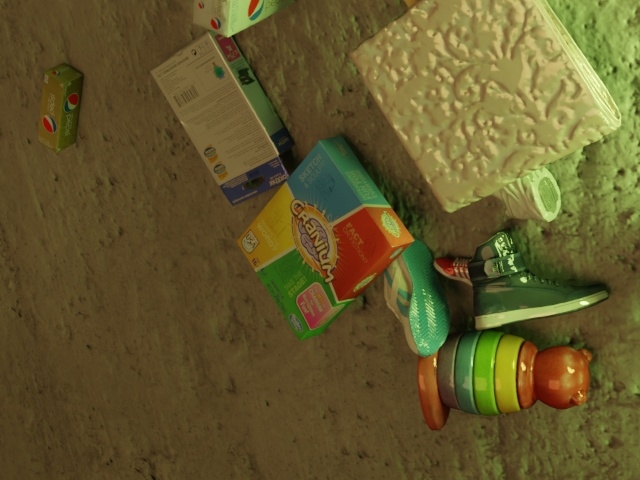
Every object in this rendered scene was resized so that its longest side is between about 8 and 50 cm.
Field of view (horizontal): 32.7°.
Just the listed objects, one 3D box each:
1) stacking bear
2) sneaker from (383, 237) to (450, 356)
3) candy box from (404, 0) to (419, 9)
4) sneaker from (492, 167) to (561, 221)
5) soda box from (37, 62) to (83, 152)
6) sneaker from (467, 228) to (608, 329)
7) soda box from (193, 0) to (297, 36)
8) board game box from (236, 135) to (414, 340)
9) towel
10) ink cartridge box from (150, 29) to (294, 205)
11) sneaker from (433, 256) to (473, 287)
[{"bbox_3d":[0.331,0.238,1.931,0.289,0.175,0.164,-1,141,23],"label":"stacking bear"},{"bbox_3d":[0.168,0.111,1.961,0.087,0.229,0.092,9,143,-24],"label":"sneaker"},{"bbox_3d":[0.169,-0.483,1.652,0.183,0.087,0.316,-24,102,41],"label":"candy box"},{"bbox_3d":[0.299,-0.128,1.778,0.115,0.090,0.232,-9,110,43],"label":"sneaker"},{"bbox_3d":[-0.551,-0.279,2.312,0.058,0.061,0.181,32,130,16],"label":"soda box"},{"bbox_3d":[0.360,0.054,1.842,0.226,0.086,0.163,-10,83,10],"label":"sneaker"},{"bbox_3d":[-0.119,-0.410,1.816,0.074,0.216,0.069,24,127,21],"label":"soda box"},{"bbox_3d":[0.000,0.000,2.013,0.242,0.064,0.316,56,131,17],"label":"board game box"},{"bbox_3d":[0.239,-0.235,1.656,0.332,0.053,0.317,-29,96,41],"label":"towel"},{"bbox_3d":[-0.176,-0.231,2.072,0.185,0.065,0.311,-22,100,42],"label":"ink cartridge box"},{"bbox_3d":[0.261,0.043,1.936,0.118,0.042,0.067,24,132,13],"label":"sneaker"}]
